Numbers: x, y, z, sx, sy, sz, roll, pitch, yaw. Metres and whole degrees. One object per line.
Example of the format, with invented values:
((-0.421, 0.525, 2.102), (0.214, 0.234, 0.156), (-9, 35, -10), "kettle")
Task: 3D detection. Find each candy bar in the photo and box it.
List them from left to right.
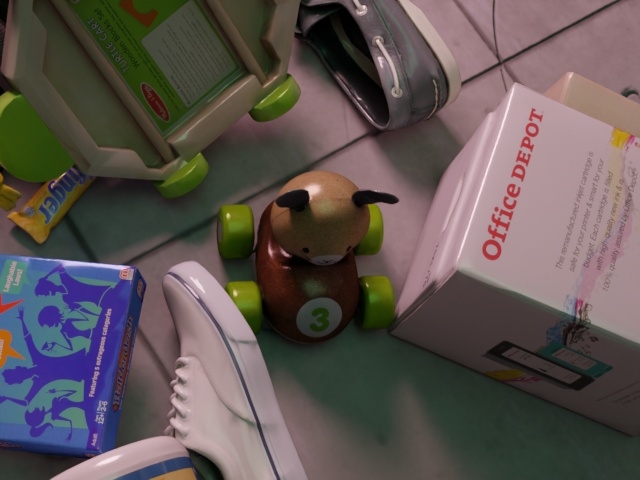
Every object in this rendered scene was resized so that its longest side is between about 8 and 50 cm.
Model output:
((-0.228, -0.066, 1.007), (0.040, 0.018, 0.161), (36, 66, 2), "candy bar")

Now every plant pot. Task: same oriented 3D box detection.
((0.268, -0.094, 1.099), (0.109, 0.109, 0.096), (26, 77, -3), "plant pot")

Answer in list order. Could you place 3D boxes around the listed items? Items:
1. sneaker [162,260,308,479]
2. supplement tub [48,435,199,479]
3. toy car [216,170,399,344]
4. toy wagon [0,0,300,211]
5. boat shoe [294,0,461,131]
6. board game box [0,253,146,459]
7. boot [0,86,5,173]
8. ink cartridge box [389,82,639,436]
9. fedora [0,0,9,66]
((-0.091, 0.141, 0.915), (0.091, 0.094, 0.258), (-19, 75, -25), "sneaker")
((-0.137, 0.268, 0.825), (0.144, 0.144, 0.199), (-21, 75, -21), "supplement tub")
((0.000, 0.000, 0.942), (0.155, 0.188, 0.148), (-2, 69, -14), "toy car")
((-0.177, -0.164, 0.954), (0.344, 0.068, 0.267), (-41, 123, -14), "toy wagon")
((0.010, -0.246, 1.086), (0.099, 0.116, 0.319), (-37, 86, -28), "boat shoe")
((-0.265, 0.092, 0.889), (0.210, 0.047, 0.160), (4, 67, 5), "board game box")
((-0.408, -0.156, 0.945), (0.207, 0.246, 0.094), (4, 47, 25), "boot")
((0.237, 0.026, 0.986), (0.270, 0.197, 0.198), (23, 66, -4), "ink cartridge box")
((-0.228, -0.265, 1.005), (0.276, 0.124, 0.243), (-4, 110, -32), "fedora")
